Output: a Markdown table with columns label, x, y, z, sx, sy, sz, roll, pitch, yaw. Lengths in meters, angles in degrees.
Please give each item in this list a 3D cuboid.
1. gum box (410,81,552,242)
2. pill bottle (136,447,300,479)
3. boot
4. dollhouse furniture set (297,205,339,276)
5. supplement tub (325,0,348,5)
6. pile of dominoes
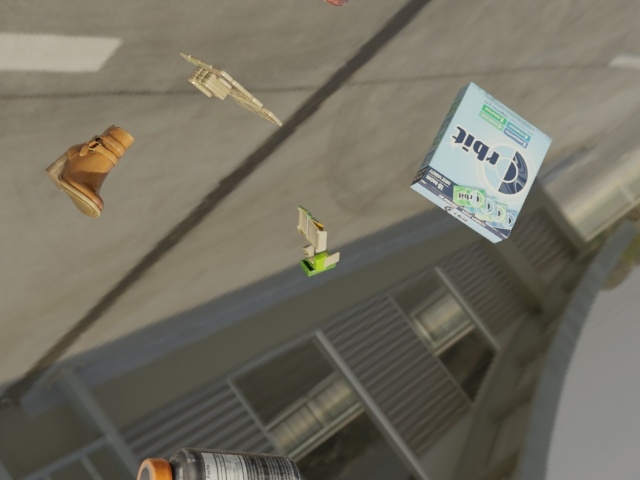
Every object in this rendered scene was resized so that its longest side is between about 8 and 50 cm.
| label | x | y | z | sx | sy | sz | roll | pitch | yaw |
| --- | --- | --- | --- | --- | --- | --- | --- | --- | --- |
| gum box | 0.239 | -0.115 | 1.531 | 0.184 | 0.157 | 0.041 | -62 | -166 | -22 |
| pill bottle | -0.166 | 0.398 | 1.658 | 0.246 | 0.130 | 0.130 | 11 | 146 | -26 |
| boot | -0.380 | -0.129 | 1.794 | 0.152 | 0.197 | 0.073 | -38 | 134 | -14 |
| dollhouse furniture set | 0.000 | 0.000 | 1.880 | 0.059 | 0.076 | 0.151 | -23 | 143 | -22 |
| supplement tub | 0.062 | -0.435 | 1.484 | 0.198 | 0.106 | 0.106 | -40 | 171 | 30 |
| pile of dominoes | -0.192 | -0.301 | 2.150 | 0.040 | 0.196 | 0.251 | -53 | -146 | -2 |
